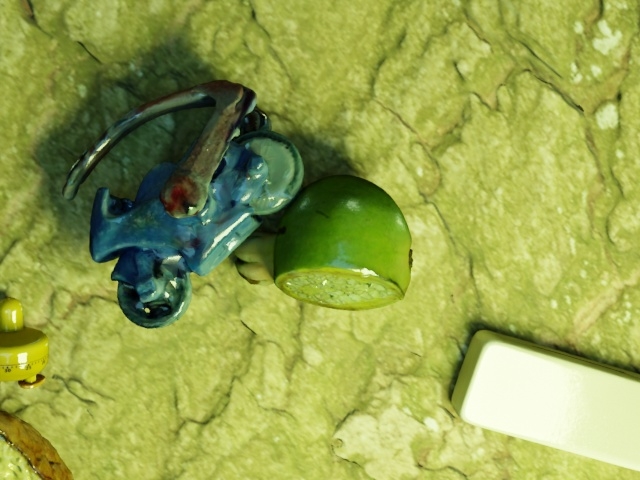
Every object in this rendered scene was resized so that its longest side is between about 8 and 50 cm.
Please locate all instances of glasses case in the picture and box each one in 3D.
[{"bbox_3d":[0.353,0.232,1.583,0.312,0.070,0.131,16,97,-10],"label":"glasses case"}]

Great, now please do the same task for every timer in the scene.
[{"bbox_3d":[-0.414,0.138,1.455,0.107,0.107,0.109,1,104,-7],"label":"timer"}]

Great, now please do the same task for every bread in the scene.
[{"bbox_3d":[-0.407,0.328,1.476,0.129,0.134,0.260,-32,97,10],"label":"bread"}]

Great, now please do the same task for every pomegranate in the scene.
[{"bbox_3d":[0.013,0.003,1.469,0.190,0.241,0.159,19,64,-33],"label":"pomegranate"}]

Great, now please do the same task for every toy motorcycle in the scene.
[{"bbox_3d":[-0.184,-0.060,1.439,0.319,0.241,0.182,-45,142,-4],"label":"toy motorcycle"}]
